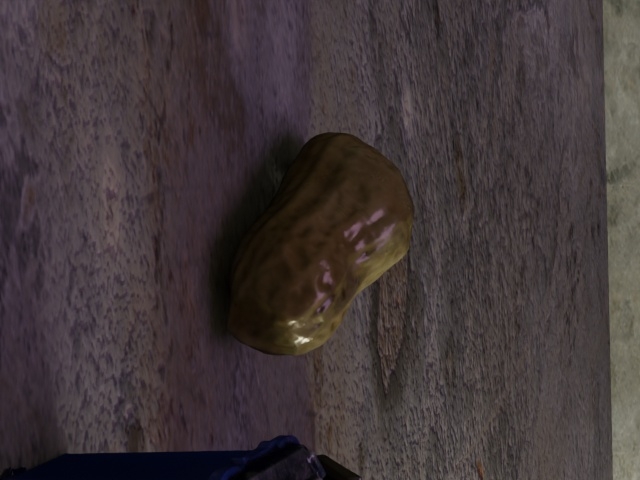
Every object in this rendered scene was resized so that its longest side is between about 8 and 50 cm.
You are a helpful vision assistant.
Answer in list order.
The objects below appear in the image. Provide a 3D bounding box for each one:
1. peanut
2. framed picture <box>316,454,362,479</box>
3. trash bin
[{"bbox_3d":[0.008,-0.005,1.742,0.143,0.159,0.291,54,37,-18],"label":"peanut"},{"bbox_3d":[0.026,0.369,1.844,0.192,0.018,0.266,179,-93,-80],"label":"framed picture"},{"bbox_3d":[-0.125,0.236,1.338,0.184,0.234,0.163,-15,105,-67],"label":"trash bin"}]
